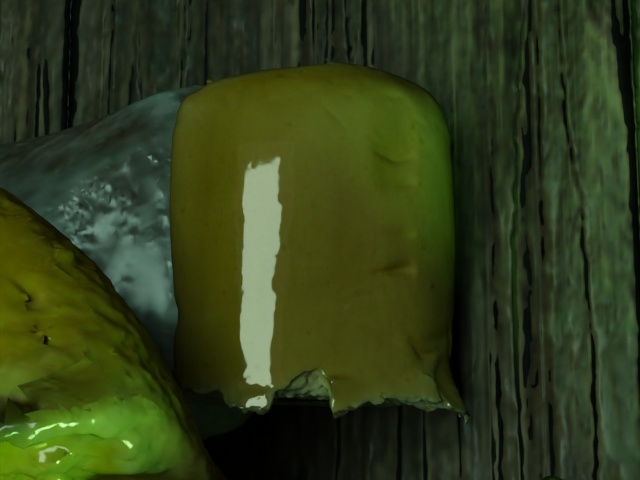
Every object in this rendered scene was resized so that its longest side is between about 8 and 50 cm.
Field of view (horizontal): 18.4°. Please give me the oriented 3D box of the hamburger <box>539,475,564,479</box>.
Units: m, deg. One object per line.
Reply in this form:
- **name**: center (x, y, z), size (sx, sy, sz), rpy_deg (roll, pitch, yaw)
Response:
- **hamburger**: center (0.057, 0.238, 0.721), size (0.212, 0.274, 0.274), rpy_deg (-33, 65, 11)

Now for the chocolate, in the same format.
- **chocolate**: center (-0.166, 0.031, 0.989), size (0.303, 0.100, 0.185), rpy_deg (-15, 68, 19)

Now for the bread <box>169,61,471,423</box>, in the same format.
- **bread**: center (0.000, 0.000, 0.894), size (0.134, 0.085, 0.173), rpy_deg (2, 77, -16)

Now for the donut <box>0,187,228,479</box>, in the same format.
- **donut**: center (-0.264, 0.125, 0.763), size (0.377, 0.163, 0.435), rpy_deg (18, 53, 18)
